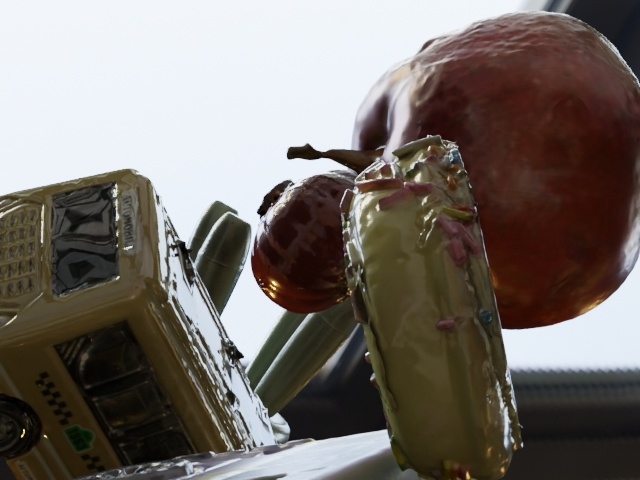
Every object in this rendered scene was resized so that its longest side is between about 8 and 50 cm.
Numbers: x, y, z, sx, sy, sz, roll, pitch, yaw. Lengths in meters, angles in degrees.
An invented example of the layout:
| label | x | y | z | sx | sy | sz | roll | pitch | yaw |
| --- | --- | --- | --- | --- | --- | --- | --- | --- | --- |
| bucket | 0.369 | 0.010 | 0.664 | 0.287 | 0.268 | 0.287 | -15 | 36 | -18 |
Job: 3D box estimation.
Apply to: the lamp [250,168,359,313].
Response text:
| label | x | y | z | sx | sy | sz | roll | pitch | yaw |
| --- | --- | --- | --- | --- | --- | --- | --- | --- | --- |
| lamp | 0.000 | 0.000 | 1.148 | 0.090 | 0.101 | 0.101 | 40 | -148 | 12 |

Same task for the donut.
| label | x | y | z | sx | sy | sz | roll | pitch | yaw |
| --- | --- | --- | --- | --- | --- | --- | --- | --- | --- |
| donut | 0.051 | 0.037 | 0.873 | 0.068 | 0.175 | 0.174 | -13 | -142 | 1 |

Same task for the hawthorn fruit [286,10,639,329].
| label | x | y | z | sx | sy | sz | roll | pitch | yaw |
| --- | --- | --- | --- | --- | --- | --- | --- | --- | --- |
| hawthorn fruit | 0.103 | -0.051 | 1.317 | 0.271 | 0.242 | 0.242 | -3 | -139 | -20 |

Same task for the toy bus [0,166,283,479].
| label | x | y | z | sx | sy | sz | roll | pitch | yaw |
| --- | --- | --- | --- | --- | --- | --- | --- | --- | --- |
| toy bus | -0.149 | 0.130 | 1.364 | 0.202 | 0.365 | 0.177 | -17 | -137 | 6 |

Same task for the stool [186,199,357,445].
| label | x | y | z | sx | sy | sz | roll | pitch | yaw |
| --- | --- | --- | --- | --- | --- | --- | --- | --- | --- |
| stool | -0.079 | 0.085 | 1.855 | 0.195 | 0.199 | 0.195 | 28 | 180 | -10 |

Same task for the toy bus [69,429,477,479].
| label | x | y | z | sx | sy | sz | roll | pitch | yaw |
| --- | --- | --- | --- | --- | --- | --- | --- | --- | --- |
| toy bus | -0.062 | 0.220 | 0.854 | 0.440 | 0.249 | 0.209 | -4 | -97 | -68 |
